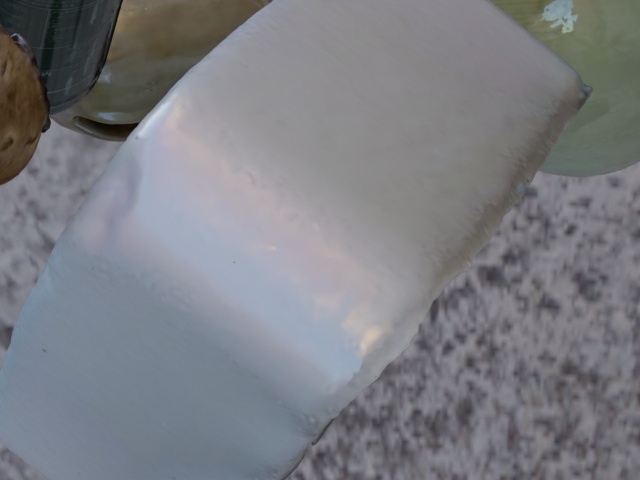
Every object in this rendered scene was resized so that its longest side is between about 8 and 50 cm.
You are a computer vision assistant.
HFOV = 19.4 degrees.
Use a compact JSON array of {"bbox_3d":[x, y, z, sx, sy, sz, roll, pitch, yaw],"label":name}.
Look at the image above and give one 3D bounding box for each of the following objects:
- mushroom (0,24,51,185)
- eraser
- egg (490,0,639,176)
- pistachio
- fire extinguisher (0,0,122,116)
[{"bbox_3d":[-0.178,-0.079,0.658,0.072,0.210,0.094,-14,37,40],"label":"mushroom"},{"bbox_3d":[-0.004,-0.014,0.900,0.150,0.331,0.331,40,67,3],"label":"eraser"},{"bbox_3d":[0.158,-0.156,1.225,0.218,0.295,0.218,-11,56,17],"label":"egg"},{"bbox_3d":[-0.130,-0.147,1.434,0.206,0.129,0.131,-17,83,-26],"label":"pistachio"},{"bbox_3d":[-0.163,-0.147,1.047,0.114,0.311,0.095,21,65,-4],"label":"fire extinguisher"}]
